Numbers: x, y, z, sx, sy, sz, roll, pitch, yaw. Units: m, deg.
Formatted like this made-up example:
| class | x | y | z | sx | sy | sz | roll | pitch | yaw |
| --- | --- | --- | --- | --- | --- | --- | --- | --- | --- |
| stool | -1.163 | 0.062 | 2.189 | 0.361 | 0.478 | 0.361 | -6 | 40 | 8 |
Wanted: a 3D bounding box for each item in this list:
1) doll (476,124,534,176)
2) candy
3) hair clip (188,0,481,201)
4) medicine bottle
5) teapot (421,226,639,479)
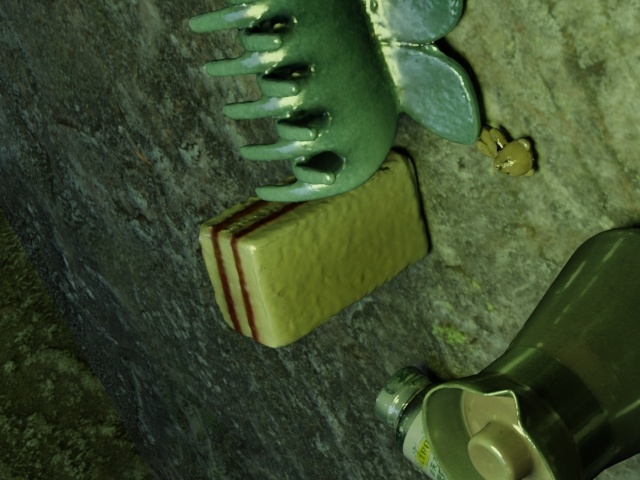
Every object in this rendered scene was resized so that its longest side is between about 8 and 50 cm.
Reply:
| class | x | y | z | sx | sy | sz | roll | pitch | yaw |
| --- | --- | --- | --- | --- | --- | --- | --- | --- | --- |
| doll | 0.232 | -0.112 | 1.527 | 0.093 | 0.051 | 0.061 | -113 | 9 | -55 |
| candy | 0.000 | 0.000 | 1.691 | 0.135 | 0.321 | 0.179 | 18 | 129 | 44 |
| hair clip | 0.005 | -0.224 | 1.537 | 0.392 | 0.238 | 0.318 | 10 | 125 | 52 |
| medicine bottle | 0.216 | 0.310 | 1.846 | 0.293 | 0.141 | 0.141 | 37 | 145 | 32 |
| teapot | 0.297 | 0.170 | 1.379 | 0.253 | 0.344 | 0.300 | 42 | 147 | 28 |
